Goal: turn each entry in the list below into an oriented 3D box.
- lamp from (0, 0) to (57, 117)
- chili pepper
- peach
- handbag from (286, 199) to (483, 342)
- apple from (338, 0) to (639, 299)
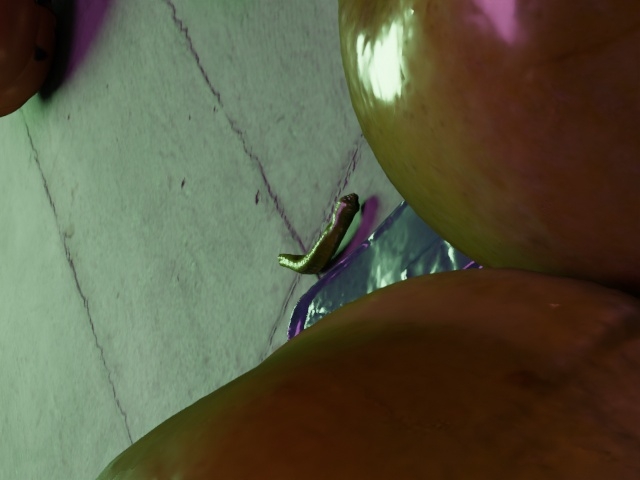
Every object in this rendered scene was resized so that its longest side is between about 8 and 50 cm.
[{"bbox_3d":[-0.340,-0.186,1.619,0.187,0.188,0.164,-26,55,59],"label":"lamp"},{"bbox_3d":[0.001,0.000,1.047,0.083,0.017,0.030,-49,38,41],"label":"chili pepper"},{"bbox_3d":[0.039,0.176,0.578,0.316,0.281,0.314,25,118,40],"label":"peach"},{"bbox_3d":[0.062,0.087,0.835,0.179,0.062,0.229,-50,40,42],"label":"handbag"},{"bbox_3d":[0.113,-0.096,0.656,0.261,0.194,0.261,-166,90,-71],"label":"apple"}]
